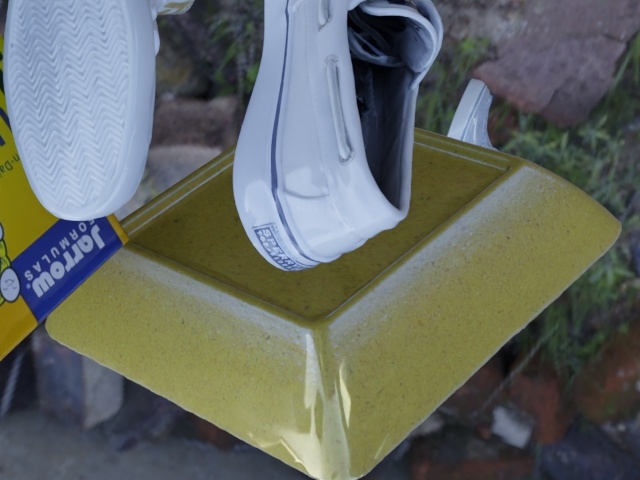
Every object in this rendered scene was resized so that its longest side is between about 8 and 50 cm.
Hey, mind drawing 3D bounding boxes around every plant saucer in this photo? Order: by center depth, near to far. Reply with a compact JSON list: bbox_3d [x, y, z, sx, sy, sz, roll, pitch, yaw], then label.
[{"bbox_3d":[0.000,0.000,1.023,0.333,0.333,0.081,21,136,40],"label":"plant saucer"}]

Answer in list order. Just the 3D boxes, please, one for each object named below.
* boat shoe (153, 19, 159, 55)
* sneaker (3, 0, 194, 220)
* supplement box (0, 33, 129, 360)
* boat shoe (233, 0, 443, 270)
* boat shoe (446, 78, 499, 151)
[{"bbox_3d":[-0.216,-0.240,1.188,0.108,0.102,0.301,-9,162,7],"label":"boat shoe"},{"bbox_3d":[-0.122,-0.152,0.891,0.108,0.169,0.292,-10,81,26],"label":"sneaker"},{"bbox_3d":[-0.331,-0.078,0.907,0.195,0.194,0.356,-10,118,43],"label":"supplement box"},{"bbox_3d":[0.020,-0.109,0.719,0.088,0.267,0.096,-16,134,31],"label":"boat shoe"},{"bbox_3d":[0.170,-0.067,1.524,0.081,0.227,0.079,14,173,4],"label":"boat shoe"}]
